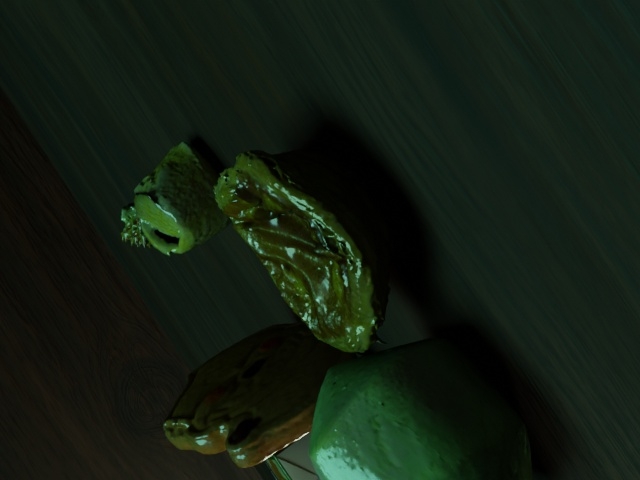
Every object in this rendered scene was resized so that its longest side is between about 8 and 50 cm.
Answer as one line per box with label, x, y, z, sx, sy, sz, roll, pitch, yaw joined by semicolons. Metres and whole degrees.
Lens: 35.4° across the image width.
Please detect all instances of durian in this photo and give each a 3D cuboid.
durian;-0.378;-0.066;2.304;0.306;0.172;0.166;146;114;-80

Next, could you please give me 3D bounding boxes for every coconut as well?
coconut;0.127;0.279;1.369;0.328;0.281;0.328;34;-164;-11

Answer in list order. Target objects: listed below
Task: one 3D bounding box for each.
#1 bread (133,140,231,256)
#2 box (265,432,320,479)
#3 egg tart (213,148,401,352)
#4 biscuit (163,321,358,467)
bread;-0.266;-0.081;1.936;0.197;0.170;0.197;34;147;27
box;0.011;0.471;2.130;0.177;0.195;0.148;55;162;1
egg tart;0.000;0.000;1.400;0.339;0.153;0.351;53;162;7
biscuit;-0.114;0.268;1.874;0.455;0.350;0.078;-3;118;53
